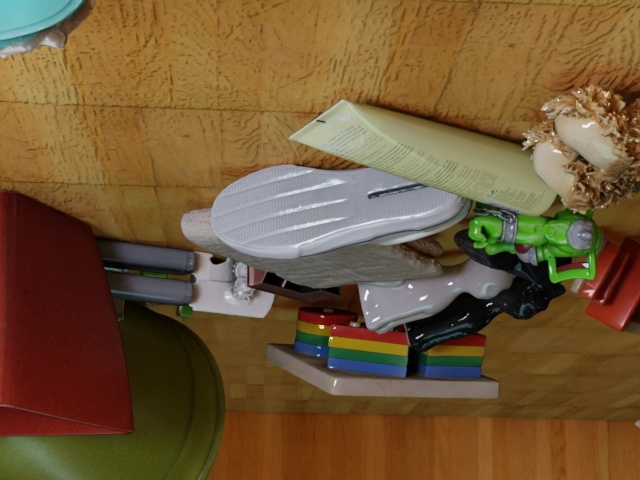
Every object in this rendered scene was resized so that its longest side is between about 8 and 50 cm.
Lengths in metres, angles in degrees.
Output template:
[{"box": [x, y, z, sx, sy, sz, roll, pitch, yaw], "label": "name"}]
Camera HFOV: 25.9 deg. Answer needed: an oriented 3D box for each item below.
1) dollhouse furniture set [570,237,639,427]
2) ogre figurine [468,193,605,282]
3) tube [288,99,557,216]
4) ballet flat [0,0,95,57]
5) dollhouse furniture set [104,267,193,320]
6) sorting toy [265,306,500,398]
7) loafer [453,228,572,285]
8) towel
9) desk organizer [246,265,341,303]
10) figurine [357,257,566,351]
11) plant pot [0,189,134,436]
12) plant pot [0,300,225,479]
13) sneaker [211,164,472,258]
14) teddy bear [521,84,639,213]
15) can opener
[{"box": [0.418, 0.096, 1.531, 0.259, 0.262, 0.135, 30, -176, 37], "label": "dollhouse furniture set"}, {"box": [0.222, -0.008, 1.396, 0.118, 0.097, 0.197, 6, 161, 17], "label": "ogre figurine"}, {"box": [0.099, -0.077, 1.215, 0.240, 0.070, 0.062, 13, -154, -26], "label": "tube"}, {"box": [-0.318, -0.182, 0.716, 0.408, 0.147, 0.147, 7, 166, -11], "label": "ballet flat"}, {"box": [-0.237, 0.066, 1.773, 0.151, 0.076, 0.058, 8, 177, -12], "label": "dollhouse furniture set"}, {"box": [0.086, 0.152, 1.973, 0.255, 0.089, 0.257, 4, -175, -24], "label": "sorting toy"}, {"box": [0.222, 0.011, 1.575, 0.170, 0.062, 0.061, 19, 180, -44], "label": "loafer"}, {"box": [0.000, 0.000, 1.549, 0.187, 0.049, 0.282, -8, 163, 30], "label": "towel"}, {"box": [-0.032, 0.043, 1.727, 0.050, 0.047, 0.130, -12, 162, 35], "label": "desk organizer"}, {"box": [0.179, 0.063, 1.744, 0.209, 0.092, 0.215, -14, 160, 24], "label": "figurine"}, {"box": [-0.374, 0.084, 1.519, 0.267, 0.236, 0.267, -4, 166, 22], "label": "plant pot"}, {"box": [-0.369, 0.199, 1.865, 0.366, 0.367, 0.353, -5, 153, 23], "label": "plant pot"}, {"box": [0.024, -0.023, 1.346, 0.258, 0.094, 0.091, -5, 161, 19], "label": "sneaker"}, {"box": [0.336, -0.071, 1.153, 0.338, 0.113, 0.245, 6, 161, 13], "label": "teddy bear"}, {"box": [-0.185, 0.049, 1.703, 0.280, 0.074, 0.093, 8, 166, -27], "label": "can opener"}]
